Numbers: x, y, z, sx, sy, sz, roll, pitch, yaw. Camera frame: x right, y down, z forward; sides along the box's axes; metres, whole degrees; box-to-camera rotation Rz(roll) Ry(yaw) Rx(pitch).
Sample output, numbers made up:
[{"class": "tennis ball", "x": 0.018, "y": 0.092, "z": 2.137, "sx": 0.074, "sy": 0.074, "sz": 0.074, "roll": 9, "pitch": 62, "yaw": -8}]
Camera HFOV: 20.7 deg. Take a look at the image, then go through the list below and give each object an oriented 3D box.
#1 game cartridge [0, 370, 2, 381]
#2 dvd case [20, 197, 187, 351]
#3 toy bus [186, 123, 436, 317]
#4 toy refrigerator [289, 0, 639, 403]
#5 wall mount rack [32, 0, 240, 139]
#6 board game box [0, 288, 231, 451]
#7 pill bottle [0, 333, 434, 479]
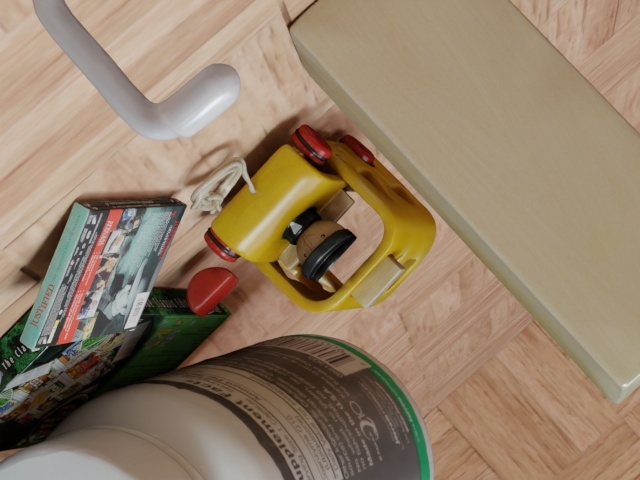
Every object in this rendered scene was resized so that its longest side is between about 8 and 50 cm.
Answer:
[{"class": "game cartridge", "x": -0.237, "y": 0.253, "z": 0.887, "sx": 0.230, "sy": 0.068, "sz": 0.355, "roll": 138, "pitch": -33, "yaw": -57}, {"class": "dvd case", "x": -0.123, "y": 0.017, "z": 1.005, "sx": 0.119, "sy": 0.013, "sz": 0.087, "roll": -7, "pitch": 122, "yaw": -66}, {"class": "toy bus", "x": 0.007, "y": -0.004, "z": 1.138, "sx": 0.202, "sy": 0.104, "sz": 0.191, "roll": -38, "pitch": 165, "yaw": -31}, {"class": "toy refrigerator", "x": 0.111, "y": -0.044, "z": 0.976, "sx": 0.102, "sy": 0.269, "sz": 0.094, "roll": -42, "pitch": 167, "yaw": -3}, {"class": "wall mount rack", "x": -0.023, "y": -0.161, "z": 0.534, "sx": 0.304, "sy": 0.130, "sz": 0.350, "roll": -46, "pitch": 167, "yaw": 17}, {"class": "board game box", "x": -0.156, "y": 0.085, "z": 1.157, "sx": 0.136, "sy": 0.030, "sz": 0.260, "roll": -46, "pitch": 166, "yaw": 10}, {"class": "pill bottle", "x": -0.076, "y": 0.188, "z": 1.206, "sx": 0.204, "sy": 0.204, "sz": 0.361, "roll": -47, "pitch": 166, "yaw": 22}]
